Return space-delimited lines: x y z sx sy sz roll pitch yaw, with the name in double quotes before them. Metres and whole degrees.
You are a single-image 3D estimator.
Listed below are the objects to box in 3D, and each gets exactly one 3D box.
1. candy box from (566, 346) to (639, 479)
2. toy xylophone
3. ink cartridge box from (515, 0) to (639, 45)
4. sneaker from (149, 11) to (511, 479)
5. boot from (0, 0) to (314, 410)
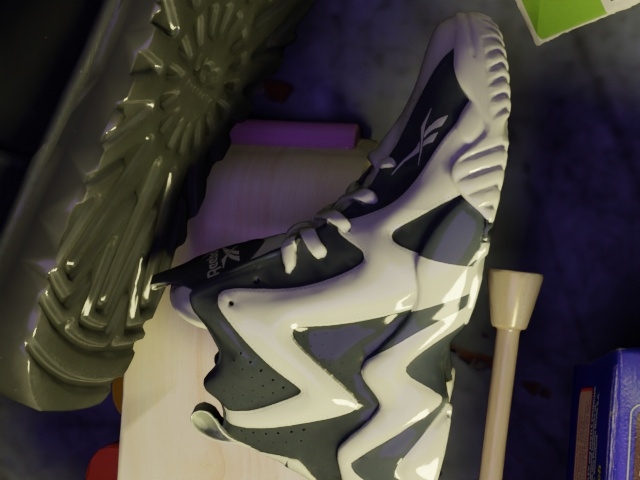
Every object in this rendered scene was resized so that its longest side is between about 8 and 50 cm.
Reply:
"candy box" 0.276 0.197 0.809 0.317 0.122 0.268 5 83 -1
"toy xylophone" -0.011 0.097 0.893 0.236 0.081 0.323 12 93 10
"ink cartridge box" 0.180 -0.226 0.815 0.255 0.097 0.189 -18 102 49
"sneaker" 0.000 0.000 0.800 0.153 0.094 0.235 11 103 1
"boot" -0.245 -0.154 0.884 0.445 0.146 0.367 21 76 22
